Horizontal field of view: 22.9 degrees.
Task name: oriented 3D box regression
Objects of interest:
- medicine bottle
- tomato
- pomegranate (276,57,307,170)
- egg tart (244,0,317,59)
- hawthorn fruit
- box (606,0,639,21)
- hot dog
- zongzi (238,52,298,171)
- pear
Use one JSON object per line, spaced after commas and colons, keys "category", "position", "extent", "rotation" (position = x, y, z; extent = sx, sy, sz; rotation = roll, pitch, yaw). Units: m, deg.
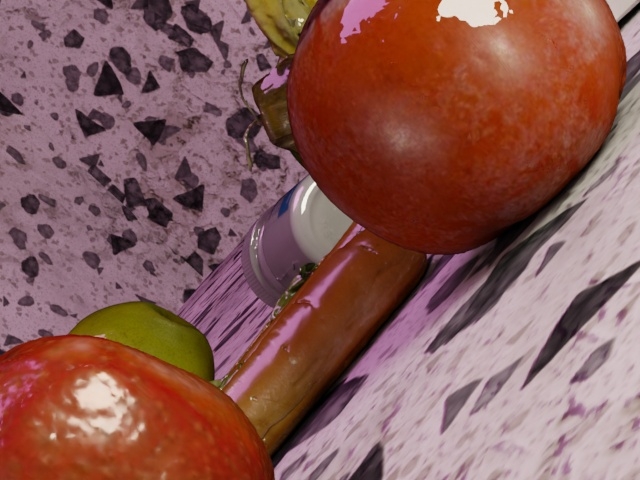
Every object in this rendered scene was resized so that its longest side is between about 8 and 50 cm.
{"category": "medicine bottle", "position": [0.000, 0.000, 1.372], "extent": [0.105, 0.105, 0.168], "rotation": [-49, 5, -22]}
{"category": "tomato", "position": [0.079, -0.100, 0.968], "extent": [0.208, 0.184, 0.208], "rotation": [-49, 4, 4]}
{"category": "pomegranate", "position": [0.064, -0.107, 1.528], "extent": [0.190, 0.241, 0.159], "rotation": [-26, -36, -14]}
{"category": "egg tart", "position": [0.014, -0.260, 1.425], "extent": [0.118, 0.288, 0.288], "rotation": [-5, 38, 52]}
{"category": "hawthorn fruit", "position": [-0.136, 0.122, 0.838], "extent": [0.196, 0.225, 0.196], "rotation": [-37, 16, 12]}
{"category": "box", "position": [0.226, -0.298, 1.378], "extent": [0.145, 0.173, 0.333], "rotation": [-43, 5, 14]}
{"category": "hot dog", "position": [-0.017, 0.075, 1.111], "extent": [0.249, 0.068, 0.100], "rotation": [-49, 6, -18]}
{"category": "zongzi", "position": [0.070, -0.127, 1.253], "extent": [0.247, 0.111, 0.241], "rotation": [-10, 0, -14]}
{"category": "pear", "position": [-0.196, 0.167, 1.551], "extent": [0.216, 0.166, 0.180], "rotation": [-67, 18, 1]}
